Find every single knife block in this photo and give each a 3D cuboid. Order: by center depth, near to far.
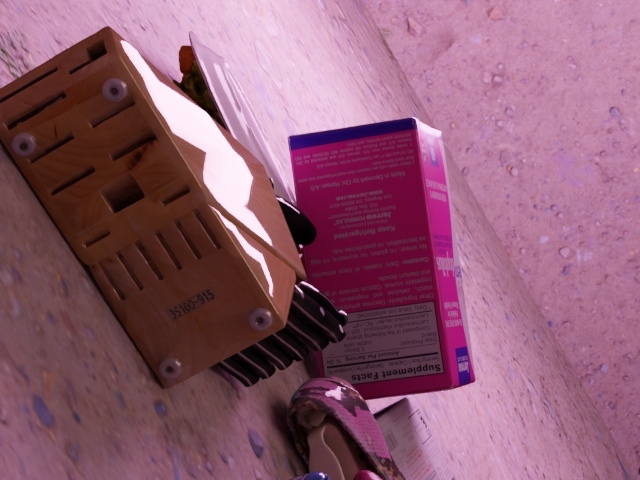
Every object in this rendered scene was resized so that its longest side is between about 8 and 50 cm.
[{"bbox_3d":[-0.082,-0.022,1.000,0.276,0.088,0.242,58,12,-16],"label":"knife block"}]

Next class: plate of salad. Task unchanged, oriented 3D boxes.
[{"bbox_3d":[-0.070,-0.077,1.256,0.200,0.048,0.200,64,2,-5],"label":"plate of salad"}]

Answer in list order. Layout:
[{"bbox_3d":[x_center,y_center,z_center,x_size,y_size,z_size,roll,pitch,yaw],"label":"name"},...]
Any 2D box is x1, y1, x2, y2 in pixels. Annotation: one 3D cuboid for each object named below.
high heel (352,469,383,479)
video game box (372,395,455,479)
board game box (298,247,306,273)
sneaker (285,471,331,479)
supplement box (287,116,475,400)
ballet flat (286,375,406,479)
[{"bbox_3d":[0.075,0.261,1.037,0.244,0.082,0.117,59,6,-41],"label":"high heel"},{"bbox_3d":[0.080,0.226,1.225,0.187,0.048,0.205,61,12,5],"label":"video game box"},{"bbox_3d":[0.000,0.000,1.365,0.168,0.033,0.133,23,57,-72],"label":"board game box"},{"bbox_3d":[-0.006,0.190,0.923,0.052,0.058,0.135,52,17,-39],"label":"sneaker"},{"bbox_3d":[0.052,0.019,1.263,0.111,0.114,0.220,5,78,-75],"label":"supplement box"},{"bbox_3d":[0.039,0.199,1.086,0.221,0.077,0.079,59,30,5],"label":"ballet flat"}]
